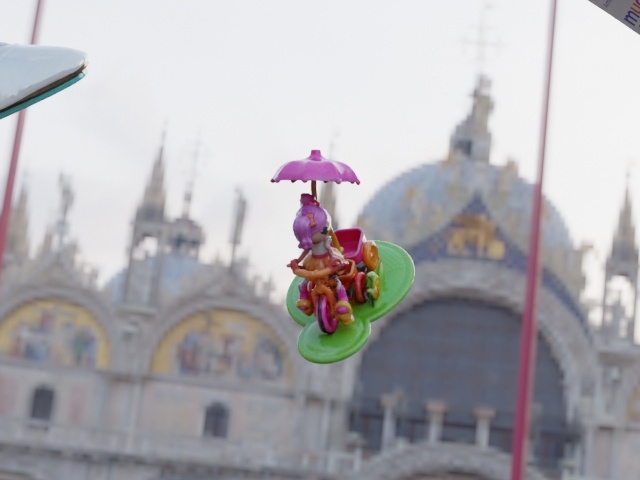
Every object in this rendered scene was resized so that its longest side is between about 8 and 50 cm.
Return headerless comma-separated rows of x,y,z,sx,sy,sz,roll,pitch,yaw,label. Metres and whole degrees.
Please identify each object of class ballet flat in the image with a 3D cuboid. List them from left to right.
-0.472,-0.159,2.008,0.400,0.139,0.139,-29,-20,0,ballet flat

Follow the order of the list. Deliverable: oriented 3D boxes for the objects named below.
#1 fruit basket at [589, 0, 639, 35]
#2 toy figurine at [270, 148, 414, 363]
0.447,-0.221,1.725,0.353,0.165,0.327,32,-23,5,fruit basket
0.000,0.000,1.574,0.130,0.173,0.159,-5,-51,22,toy figurine
